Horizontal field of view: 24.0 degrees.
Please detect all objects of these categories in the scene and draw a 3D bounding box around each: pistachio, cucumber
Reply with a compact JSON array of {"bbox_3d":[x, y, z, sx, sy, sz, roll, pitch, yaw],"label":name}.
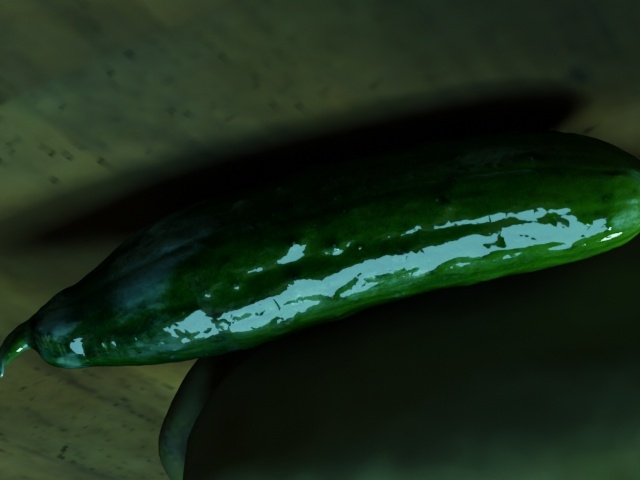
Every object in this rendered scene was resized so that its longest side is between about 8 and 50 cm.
[{"bbox_3d":[0.053,0.050,0.379,0.184,0.124,0.124,1,151,-17],"label":"pistachio"},{"bbox_3d":[0.000,0.000,0.336,0.155,0.037,0.037,-15,154,0],"label":"cucumber"}]
